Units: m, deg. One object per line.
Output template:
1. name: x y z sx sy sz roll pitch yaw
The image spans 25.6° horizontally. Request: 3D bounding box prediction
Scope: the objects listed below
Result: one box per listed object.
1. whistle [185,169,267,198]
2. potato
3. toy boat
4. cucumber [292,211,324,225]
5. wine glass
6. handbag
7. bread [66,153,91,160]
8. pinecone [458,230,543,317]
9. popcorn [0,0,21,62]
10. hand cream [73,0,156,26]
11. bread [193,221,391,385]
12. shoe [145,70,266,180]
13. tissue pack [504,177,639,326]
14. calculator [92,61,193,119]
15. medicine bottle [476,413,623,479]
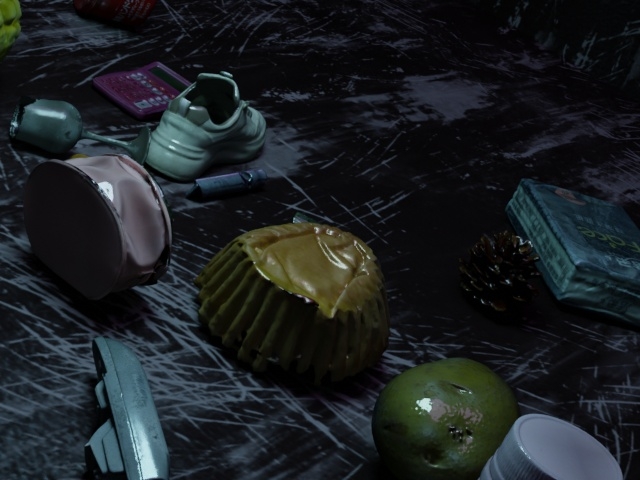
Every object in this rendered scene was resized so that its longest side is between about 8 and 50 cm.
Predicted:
1. whistle: -0.145 -0.088 2.187 0.033 0.033 0.176 37 28 24
2. potato: 0.160 0.221 1.722 0.174 0.159 0.251 52 19 2
3. toy boat: -0.221 0.191 1.527 0.085 0.078 0.260 -8 37 -14
4. cucumber: 0.000 0.000 2.129 0.105 0.048 0.048 28 25 7
5. wine glass: -0.355 -0.158 2.082 0.195 0.079 0.079 14 27 -24
6. handbag: -0.277 -0.021 1.774 0.205 0.179 0.116 34 34 32
7. bread: -0.340 -0.074 1.962 0.074 0.053 0.132 21 25 0
8. pinecone: 0.287 0.049 2.214 0.140 0.121 0.140 28 22 -12
9. popcorn: -0.579 -0.369 2.130 0.270 0.224 0.258 28 32 -8
10. hand cream: -0.370 -0.498 2.605 0.125 0.193 0.193 12 28 -24
11. bread: -0.023 0.070 1.861 0.274 0.149 0.274 21 32 -13
12. shoe: -0.165 -0.205 2.256 0.124 0.159 0.316 29 28 12
13. tissue pack: 0.473 0.022 2.455 0.228 0.103 0.315 14 26 -19
14. calculator: -0.287 -0.251 2.383 0.126 0.034 0.190 37 33 22
15. medicine bottle: 0.200 0.313 1.462 0.133 0.249 0.133 20 24 -9
